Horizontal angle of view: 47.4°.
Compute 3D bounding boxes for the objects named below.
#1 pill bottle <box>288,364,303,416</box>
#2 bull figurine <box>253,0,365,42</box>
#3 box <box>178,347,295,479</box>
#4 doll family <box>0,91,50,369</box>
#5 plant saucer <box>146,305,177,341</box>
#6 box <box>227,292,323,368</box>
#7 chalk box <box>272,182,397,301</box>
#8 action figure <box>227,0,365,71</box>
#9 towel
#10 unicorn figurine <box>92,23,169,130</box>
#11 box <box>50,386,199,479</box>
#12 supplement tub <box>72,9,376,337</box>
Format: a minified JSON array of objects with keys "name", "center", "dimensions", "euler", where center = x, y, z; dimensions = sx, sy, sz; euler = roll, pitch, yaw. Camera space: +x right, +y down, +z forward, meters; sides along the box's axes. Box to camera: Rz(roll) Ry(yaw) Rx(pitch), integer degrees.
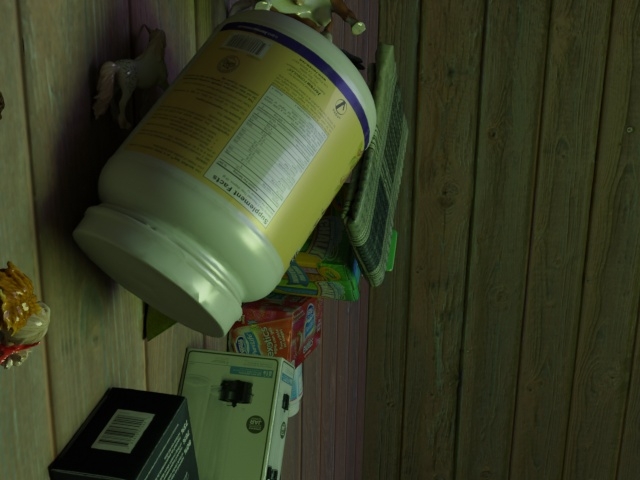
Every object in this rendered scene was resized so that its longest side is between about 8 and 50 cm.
[{"name":"pill bottle","center":[-0.083,0.308,1.609],"dimensions":[0.087,0.087,0.160],"euler":[-63,155,-60]},{"name":"bull figurine","center":[-0.073,-0.377,1.034],"dimensions":[0.310,0.101,0.188],"euler":[16,36,-42]},{"name":"box","center":[-0.146,0.325,1.147],"dimensions":[0.087,0.169,0.290],"euler":[60,37,-68]},{"name":"doll family","center":[-0.270,0.003,0.488],"dimensions":[0.118,0.163,0.263],"euler":[-63,154,-60]},{"name":"plant saucer","center":[-0.163,0.042,1.051],"dimensions":[0.045,0.188,0.188],"euler":[52,25,-12]},{"name":"box","center":[-0.084,0.171,1.464],"dimensions":[0.257,0.128,0.123],"euler":[-23,117,-76]},{"name":"chalk box","center":[0.000,0.000,1.413],"dimensions":[0.179,0.288,0.180],"euler":[70,27,-62]},{"name":"action figure","center":[-0.098,-0.179,1.159],"dimensions":[0.370,0.275,0.248],"euler":[-56,-158,-12]},{"name":"towel","center":[0.090,-0.118,1.229],"dimensions":[0.312,0.056,0.324],"euler":[60,39,-66]},{"name":"unicorn figurine","center":[-0.219,-0.200,0.893],"dimensions":[0.162,0.060,0.111],"euler":[-62,158,-67]},{"name":"box","center":[-0.229,0.313,0.904],"dimensions":[0.153,0.108,0.207],"euler":[-63,155,-61]},{"name":"supplement tub","center":[-0.107,-0.078,0.866],"dimensions":[0.331,0.241,0.241],"euler":[-57,157,-20]}]
